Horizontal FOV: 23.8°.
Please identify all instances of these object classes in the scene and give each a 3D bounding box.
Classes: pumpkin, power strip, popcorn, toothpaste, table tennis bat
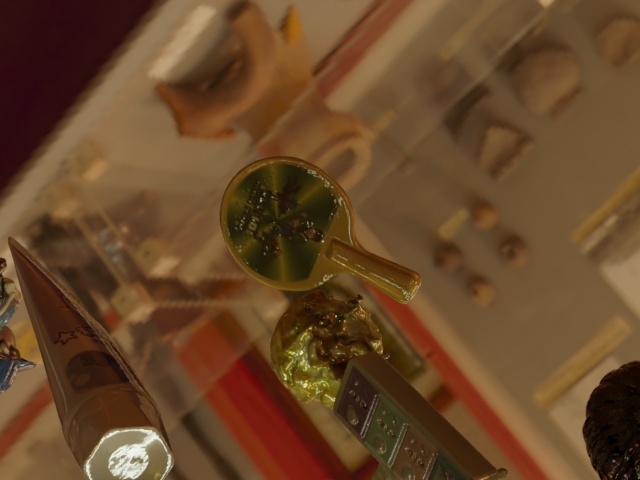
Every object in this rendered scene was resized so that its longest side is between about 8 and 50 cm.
[{"bbox_3d":[0.409,0.230,1.802,0.194,0.194,0.150,-19,155,-40],"label":"pumpkin"},{"bbox_3d":[0.096,0.238,1.657,0.061,0.215,0.145,-12,135,-39],"label":"power strip"},{"bbox_3d":[0.021,0.174,2.413,0.198,0.198,0.212,-33,-168,-14],"label":"popcorn"},{"bbox_3d":[-0.214,0.107,1.352,0.080,0.371,0.125,-43,120,0],"label":"toothpaste"},{"bbox_3d":[0.000,0.000,2.223,0.198,0.321,0.050,-64,173,19],"label":"table tennis bat"}]

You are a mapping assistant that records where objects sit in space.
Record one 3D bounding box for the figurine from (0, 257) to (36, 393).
[{"bbox_3d":[-0.359,0.095,1.639,0.087,0.086,0.149,-49,139,-70],"label":"figurine"}]
